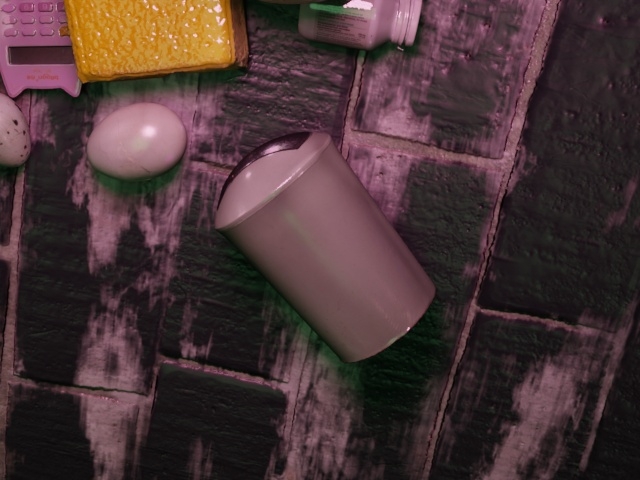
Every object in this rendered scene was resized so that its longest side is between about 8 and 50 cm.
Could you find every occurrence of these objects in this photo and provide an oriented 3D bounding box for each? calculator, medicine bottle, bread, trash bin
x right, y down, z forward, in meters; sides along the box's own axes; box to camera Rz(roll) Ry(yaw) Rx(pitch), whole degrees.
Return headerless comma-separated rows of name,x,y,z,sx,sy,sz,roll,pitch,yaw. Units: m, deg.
calculator,-0.558,-0.435,1.460,0.194,0.043,0.294,1,103,6
medicine bottle,0.075,-0.424,1.357,0.215,0.135,0.135,10,107,2
bread,-0.312,-0.474,1.372,0.323,0.143,0.333,-4,105,4
trash bin,0.000,0.000,1.418,0.280,0.280,0.432,-36,103,13

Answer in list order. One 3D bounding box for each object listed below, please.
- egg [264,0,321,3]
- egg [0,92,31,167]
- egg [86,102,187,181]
egg,-0.104,-0.525,1.219,0.201,0.337,0.337,-16,107,44
egg,-0.657,-0.221,1.483,0.131,0.131,0.164,-15,118,9
egg,-0.365,-0.191,1.453,0.209,0.151,0.151,-17,104,13
